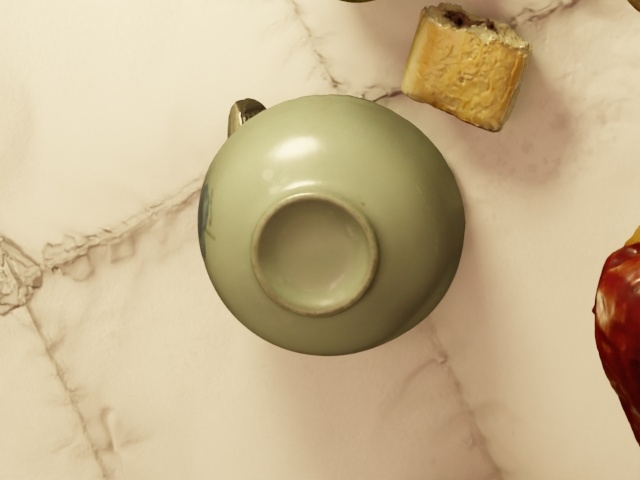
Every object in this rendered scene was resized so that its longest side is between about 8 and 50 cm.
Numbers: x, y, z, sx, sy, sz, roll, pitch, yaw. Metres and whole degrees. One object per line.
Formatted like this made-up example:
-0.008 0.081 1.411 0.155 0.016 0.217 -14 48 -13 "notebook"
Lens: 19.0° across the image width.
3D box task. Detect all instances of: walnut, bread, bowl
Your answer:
0.369 0.118 1.836 0.244 0.221 0.269 11 117 57 "walnut"
0.150 -0.180 1.950 0.125 0.082 0.106 23 120 11 "bread"
0.000 0.000 1.976 0.289 0.146 0.289 2 104 8 "bowl"

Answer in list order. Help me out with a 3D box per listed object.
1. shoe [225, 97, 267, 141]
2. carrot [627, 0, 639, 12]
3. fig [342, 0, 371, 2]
-0.081 -0.057 2.095 0.077 0.074 0.194 -8 98 33 "shoe"
0.422 -0.322 1.703 0.340 0.224 0.224 -14 93 27 "carrot"
0.040 -0.343 1.926 0.191 0.181 0.181 -36 82 4 "fig"
